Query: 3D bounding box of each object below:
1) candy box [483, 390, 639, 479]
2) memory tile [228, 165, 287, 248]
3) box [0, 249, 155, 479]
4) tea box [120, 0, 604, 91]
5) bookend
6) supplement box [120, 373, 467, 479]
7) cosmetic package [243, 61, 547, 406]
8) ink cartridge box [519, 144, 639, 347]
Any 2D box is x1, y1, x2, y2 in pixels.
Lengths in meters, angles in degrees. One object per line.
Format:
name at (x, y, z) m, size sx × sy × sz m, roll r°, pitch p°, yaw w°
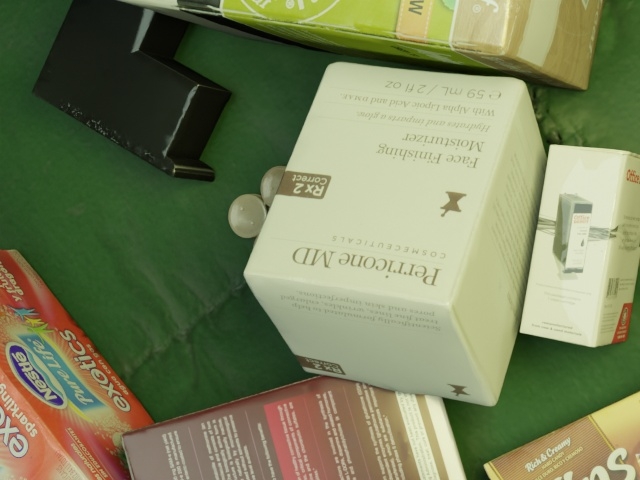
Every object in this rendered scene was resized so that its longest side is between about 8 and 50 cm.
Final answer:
candy box at (0.224, 0.170, 0.989) m, size 0.187 × 0.053 × 0.109 m, roll -29°, pitch 78°, yaw 21°
memory tile at (0.000, 0.000, 1.116) m, size 0.113 × 0.012 × 0.148 m, roll -41°, pitch 73°, yaw 19°
box at (-0.259, 0.163, 1.163) m, size 0.154 × 0.142 × 0.300 m, roll -47°, pitch 72°, yaw 18°
tea box at (0.046, -0.299, 0.982) m, size 0.323 × 0.220 × 0.329 m, roll 11°, pitch 94°, yaw 24°
bookend at (-0.134, -0.154, 1.145) m, size 0.156 × 0.072 × 0.157 m, roll 30°, pitch 101°, yaw 21°
supplement box at (-0.016, 0.175, 1.044) m, size 0.239 × 0.073 × 0.130 m, roll -16°, pitch 82°, yaw 0°
cosmetic package at (0.063, -0.005, 0.972) m, size 0.151 × 0.151 × 0.183 m, roll 8°, pitch 61°, yaw 24°
ink cartridge box at (0.191, 0.003, 0.979) m, size 0.056 × 0.099 × 0.135 m, roll 10°, pitch 93°, yaw 26°
